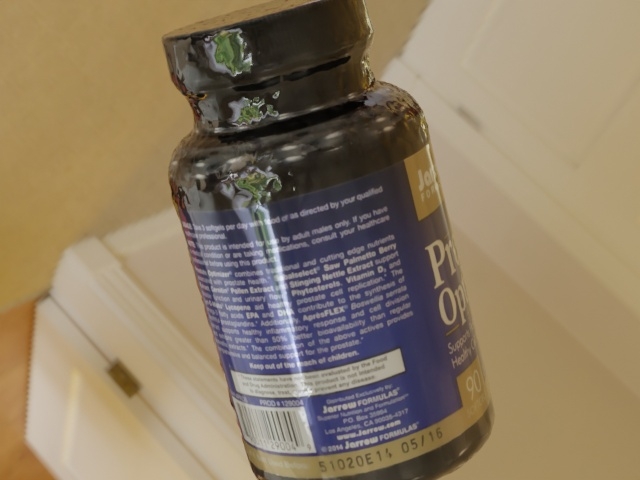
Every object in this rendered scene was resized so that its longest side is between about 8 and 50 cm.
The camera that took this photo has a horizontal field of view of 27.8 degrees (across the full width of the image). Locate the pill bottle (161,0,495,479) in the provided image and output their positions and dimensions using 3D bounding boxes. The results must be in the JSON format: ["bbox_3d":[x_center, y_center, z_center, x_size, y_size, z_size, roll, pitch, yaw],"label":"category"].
[{"bbox_3d":[0.000,0.000,0.601,0.123,0.219,0.123,-14,-166,4],"label":"pill bottle"}]
